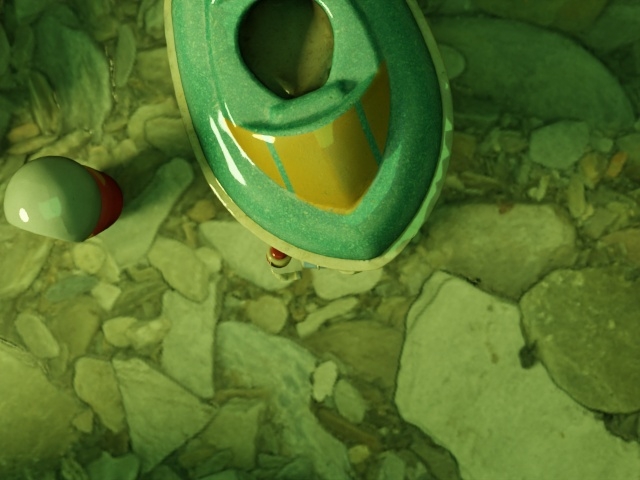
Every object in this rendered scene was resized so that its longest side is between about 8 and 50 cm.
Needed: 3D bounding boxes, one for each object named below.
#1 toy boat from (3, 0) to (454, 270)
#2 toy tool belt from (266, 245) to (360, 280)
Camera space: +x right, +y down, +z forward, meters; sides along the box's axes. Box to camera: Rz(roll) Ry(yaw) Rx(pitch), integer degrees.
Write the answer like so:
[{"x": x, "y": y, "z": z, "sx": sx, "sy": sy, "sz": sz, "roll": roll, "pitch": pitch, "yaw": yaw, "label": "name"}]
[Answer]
[{"x": -0.065, "y": -0.078, "z": 1.148, "sx": 0.318, "sy": 0.148, "sz": 0.267, "roll": -25, "pitch": 88, "yaw": 7, "label": "toy boat"}, {"x": 0.000, "y": 0.000, "z": 1.229, "sx": 0.083, "sy": 0.051, "sz": 0.052, "roll": -6, "pitch": 69, "yaw": -3, "label": "toy tool belt"}]
